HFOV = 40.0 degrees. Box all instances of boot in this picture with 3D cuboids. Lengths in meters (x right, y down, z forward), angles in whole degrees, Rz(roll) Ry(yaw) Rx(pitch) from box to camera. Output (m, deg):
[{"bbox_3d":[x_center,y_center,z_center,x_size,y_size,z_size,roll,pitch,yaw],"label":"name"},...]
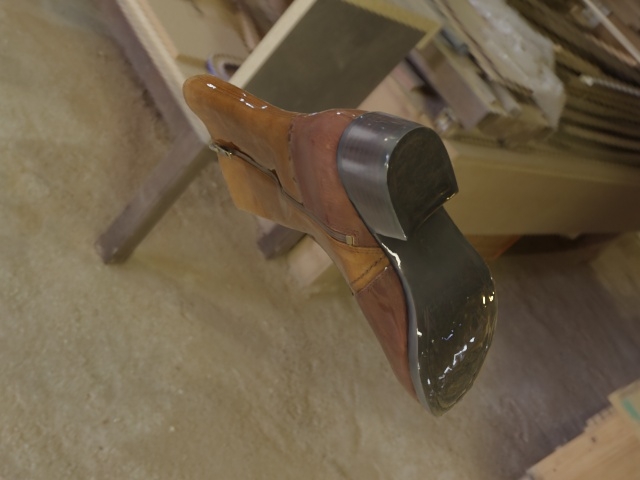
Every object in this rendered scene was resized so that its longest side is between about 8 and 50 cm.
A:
[{"bbox_3d":[0.000,0.000,0.732,0.280,0.096,0.264,20,-36,48],"label":"boot"}]
